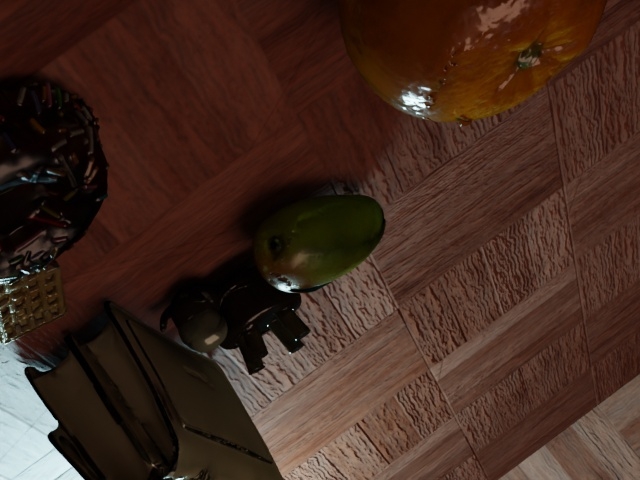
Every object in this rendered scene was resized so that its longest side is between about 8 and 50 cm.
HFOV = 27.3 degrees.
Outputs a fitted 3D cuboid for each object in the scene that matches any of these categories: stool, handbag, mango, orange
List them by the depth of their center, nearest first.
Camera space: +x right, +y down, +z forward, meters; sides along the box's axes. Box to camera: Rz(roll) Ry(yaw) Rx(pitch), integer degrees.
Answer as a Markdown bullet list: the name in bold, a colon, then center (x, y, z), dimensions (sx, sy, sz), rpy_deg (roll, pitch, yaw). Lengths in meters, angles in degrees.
- **orange**: center (0.150, -0.253, 1.309), dimensions (0.284, 0.226, 0.284), rpy_deg (-32, 158, -14)
- **mango**: center (0.000, 0.000, 1.672), dimensions (0.125, 0.111, 0.233), rpy_deg (-27, 177, 35)
- **handbag**: center (-0.197, 0.250, 1.685), dimensions (0.160, 0.237, 0.358), rpy_deg (-41, 154, 3)
- **stool**: center (-0.103, 0.102, 1.693), dimensions (0.217, 0.121, 0.125), rpy_deg (-12, 158, -45)

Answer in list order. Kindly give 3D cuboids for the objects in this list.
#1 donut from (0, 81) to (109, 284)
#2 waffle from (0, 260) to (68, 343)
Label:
- **donut**: center (-0.302, -0.044, 1.247), dimensions (0.235, 0.089, 0.235), rpy_deg (-27, 151, -16)
- **waffle**: center (-0.326, 0.060, 1.462), dimensions (0.092, 0.021, 0.135), rpy_deg (-25, 152, -21)
